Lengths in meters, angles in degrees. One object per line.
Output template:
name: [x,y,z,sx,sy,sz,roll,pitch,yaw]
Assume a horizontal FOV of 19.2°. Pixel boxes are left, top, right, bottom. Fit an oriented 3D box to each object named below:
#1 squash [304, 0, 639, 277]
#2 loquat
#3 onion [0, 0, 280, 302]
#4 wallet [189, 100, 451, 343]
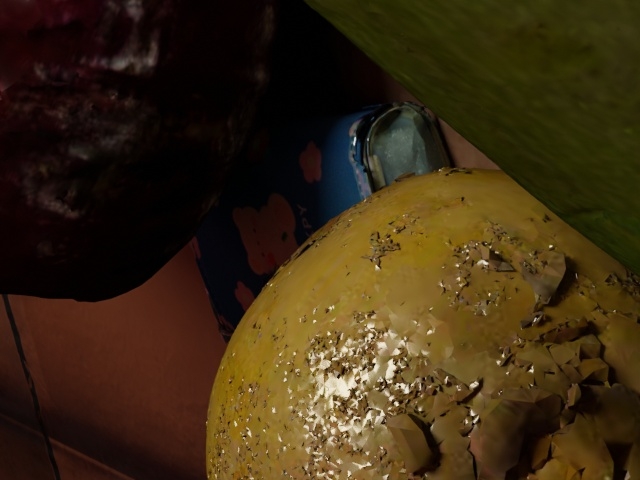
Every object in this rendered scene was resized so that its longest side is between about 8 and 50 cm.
squash: [0.148,-0.094,0.651,0.309,0.210,0.233,31,154,-29]
loquat: [0.066,0.085,0.784,0.235,0.235,0.235,36,139,39]
onion: [-0.170,-0.147,0.945,0.336,0.282,0.260,52,129,46]
wallet: [0.000,0.000,0.991,0.202,0.059,0.141,0,114,56]
